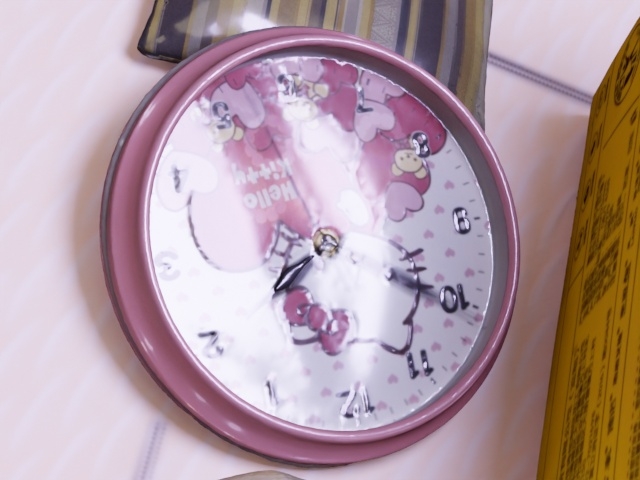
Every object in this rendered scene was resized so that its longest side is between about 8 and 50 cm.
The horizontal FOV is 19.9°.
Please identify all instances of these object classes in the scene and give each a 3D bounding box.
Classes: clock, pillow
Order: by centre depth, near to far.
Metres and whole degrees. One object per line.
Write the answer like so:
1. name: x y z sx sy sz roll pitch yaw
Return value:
1. clock: -0.001 0.000 0.991 0.244 0.056 0.244 5 77 -23
2. pillow: 0.011 -0.175 1.079 0.212 0.052 0.208 14 70 -14

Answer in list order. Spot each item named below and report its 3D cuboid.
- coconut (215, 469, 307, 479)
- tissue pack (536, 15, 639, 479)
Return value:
1. coconut: -0.063 0.216 0.794 0.230 0.227 0.227 -11 74 -26
2. tissue pack: 0.249 0.051 0.938 0.228 0.293 0.382 15 64 -5
